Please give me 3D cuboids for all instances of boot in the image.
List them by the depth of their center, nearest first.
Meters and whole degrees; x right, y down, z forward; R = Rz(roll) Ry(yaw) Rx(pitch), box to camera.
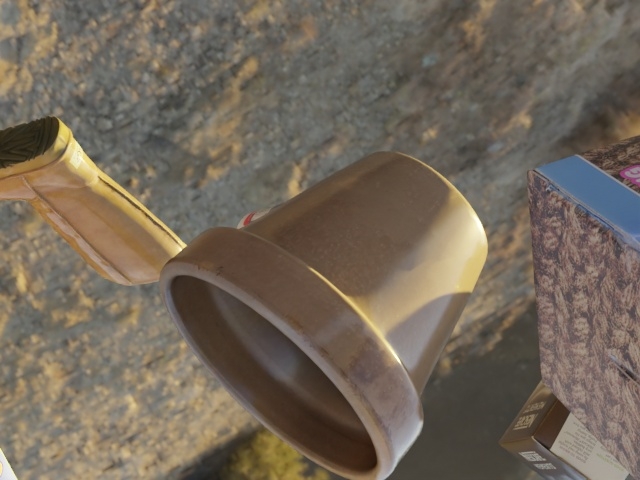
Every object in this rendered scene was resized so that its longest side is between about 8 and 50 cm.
[{"bbox_3d":[-0.334,-0.030,1.351,0.236,0.089,0.269,-6,145,27],"label":"boot"}]

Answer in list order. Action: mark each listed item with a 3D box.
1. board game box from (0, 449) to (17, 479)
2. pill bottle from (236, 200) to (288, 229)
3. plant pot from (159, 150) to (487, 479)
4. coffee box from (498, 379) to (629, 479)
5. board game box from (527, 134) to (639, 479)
[{"bbox_3d":[-0.469,0.194,1.155,0.078,0.233,0.347,-52,139,-41],"label":"board game box"},{"bbox_3d":[0.000,0.000,1.233,0.180,0.108,0.108,-14,169,33],"label":"pill bottle"},{"bbox_3d":[0.026,0.044,0.955,0.229,0.263,0.263,-45,163,-22],"label":"plant pot"},{"bbox_3d":[0.304,0.135,1.099,0.246,0.098,0.141,-52,175,-13],"label":"coffee box"},{"bbox_3d":[0.285,0.028,0.511,0.291,0.232,0.141,-17,120,-12],"label":"board game box"}]
